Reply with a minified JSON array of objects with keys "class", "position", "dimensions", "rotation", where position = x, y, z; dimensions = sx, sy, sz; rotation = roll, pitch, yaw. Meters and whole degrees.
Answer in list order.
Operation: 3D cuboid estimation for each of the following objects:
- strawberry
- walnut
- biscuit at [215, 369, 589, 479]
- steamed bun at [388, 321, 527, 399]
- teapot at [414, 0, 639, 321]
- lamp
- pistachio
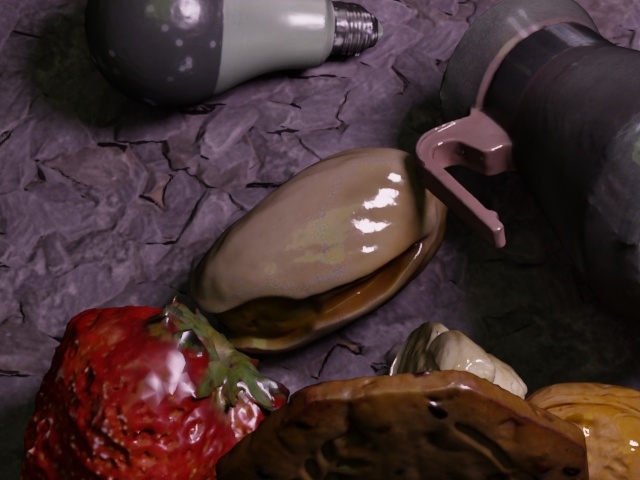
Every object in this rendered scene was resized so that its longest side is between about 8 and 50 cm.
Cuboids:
[{"class":"strawberry","position":[-0.178,0.196,1.819],"dimensions":[0.257,0.257,0.277],"rotation":[41,94,20]},{"class":"walnut","position":[0.263,0.206,1.809],"dimensions":[0.180,0.144,0.144],"rotation":[-4,68,13]},{"class":"biscuit","position":[0.078,0.238,1.714],"dimensions":[0.359,0.359,0.046],"rotation":[-5,46,5]},{"class":"steamed bun","position":[0.127,0.176,1.821],"dimensions":[0.106,0.192,0.178],"rotation":[24,74,-13]},{"class":"teapot","position":[0.268,-0.082,1.811],"dimensions":[0.300,0.253,0.344],"rotation":[-23,36,-18]},{"class":"lamp","position":[-0.105,-0.242,2.040],"dimensions":[0.313,0.182,0.182],"rotation":[-8,64,-26]},{"class":"pistachio","position":[0.000,0.000,1.912],"dimensions":[0.288,0.166,0.197],"rotation":[-25,39,1]}]
